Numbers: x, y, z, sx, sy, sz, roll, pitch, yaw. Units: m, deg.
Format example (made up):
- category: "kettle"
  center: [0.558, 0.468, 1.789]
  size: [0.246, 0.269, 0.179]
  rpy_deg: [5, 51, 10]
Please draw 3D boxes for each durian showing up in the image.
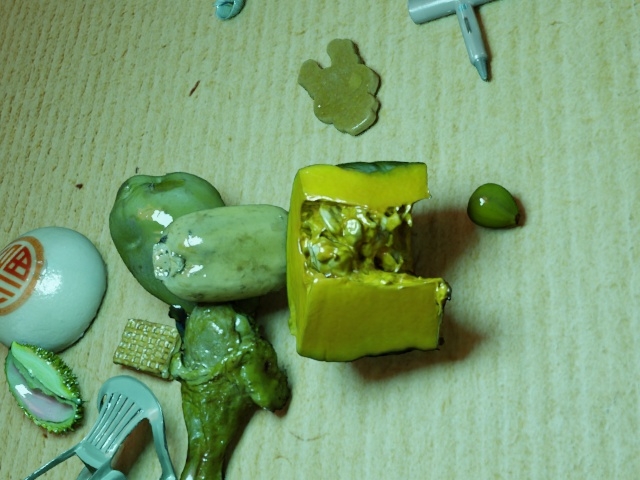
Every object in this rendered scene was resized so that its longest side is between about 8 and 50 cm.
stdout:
- category: "durian"
  center: [-0.539, 0.297, 1.694]
  size: [0.221, 0.095, 0.137]
  rpy_deg: [36, 122, 25]

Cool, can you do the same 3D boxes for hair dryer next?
- category: "hair dryer"
  center: [0.258, -0.377, 1.556]
  size: [0.195, 0.054, 0.220]
  rpy_deg: [-10, 69, 30]

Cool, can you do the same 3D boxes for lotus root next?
- category: "lotus root"
  center: [-0.137, 0.021, 1.417]
  size: [0.146, 0.284, 0.160]
  rpy_deg: [47, 137, 51]

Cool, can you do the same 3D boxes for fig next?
- category: "fig"
  center: [0.281, -0.052, 1.357]
  size: [0.088, 0.074, 0.074]
  rpy_deg: [26, 82, 21]

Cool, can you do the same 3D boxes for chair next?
- category: "chair"
  center: [-0.386, 0.401, 1.490]
  size: [0.203, 0.190, 0.274]
  rpy_deg: [16, 48, 36]

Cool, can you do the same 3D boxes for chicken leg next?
- category: "chicken leg"
  center: [-0.159, 0.279, 1.447]
  size: [0.212, 0.140, 0.361]
  rpy_deg: [-3, 87, 18]

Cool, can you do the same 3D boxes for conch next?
- category: "conch"
  center: [-0.204, -0.543, 1.925]
  size: [0.085, 0.057, 0.076]
  rpy_deg: [-38, 65, 49]

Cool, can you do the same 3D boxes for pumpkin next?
- category: "pumpkin"
  center: [0.067, 0.031, 1.307]
  size: [0.226, 0.256, 0.303]
  rpy_deg: [1, 66, -8]

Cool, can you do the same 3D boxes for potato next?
- category: "potato"
  center: [-0.246, 0.015, 1.569]
  size: [0.218, 0.202, 0.351]
  rpy_deg: [-36, 76, -17]

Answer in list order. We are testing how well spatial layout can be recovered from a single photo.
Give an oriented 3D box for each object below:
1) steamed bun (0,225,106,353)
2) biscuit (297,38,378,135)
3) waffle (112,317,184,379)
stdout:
- category: "steamed bun"
  center: [-0.599, 0.096, 1.777]
  size: [0.283, 0.177, 0.283]
  rpy_deg: [-15, 59, 26]
- category: "biscuit"
  center: [0.042, -0.298, 1.656]
  size: [0.144, 0.040, 0.236]
  rpy_deg: [-39, 53, 19]
- category: "waffle"
  center: [-0.328, 0.207, 1.633]
  size: [0.148, 0.042, 0.102]
  rpy_deg: [8, 70, 35]
